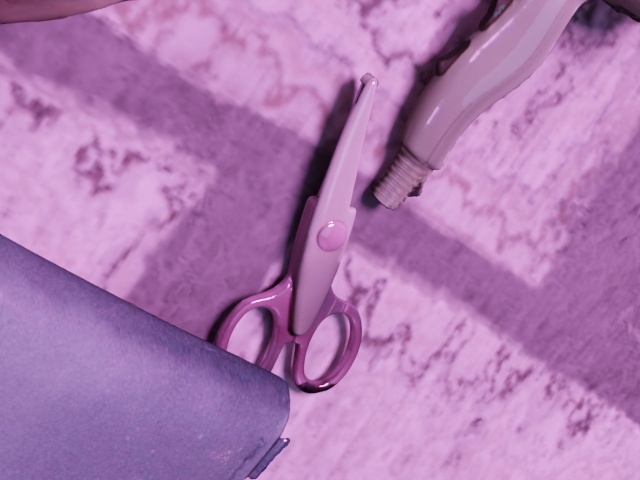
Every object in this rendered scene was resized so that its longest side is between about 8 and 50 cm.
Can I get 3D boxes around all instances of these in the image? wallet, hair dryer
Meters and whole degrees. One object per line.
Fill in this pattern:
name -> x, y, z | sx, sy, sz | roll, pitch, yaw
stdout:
wallet -> -0.181, 0.134, 0.570 | 0.251, 0.054, 0.290 | 31, 96, -34
hair dryer -> 0.080, -0.151, 0.593 | 0.225, 0.088, 0.219 | -30, 117, 3

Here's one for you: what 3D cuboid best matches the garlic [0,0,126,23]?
garlic -> -0.142, -0.204, 0.332 | 0.231, 0.246, 0.340 | -43, 145, 5

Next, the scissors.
scissors -> 0.000, 0.000, 0.631 | 0.085, 0.022, 0.176 | 6, 111, -30
